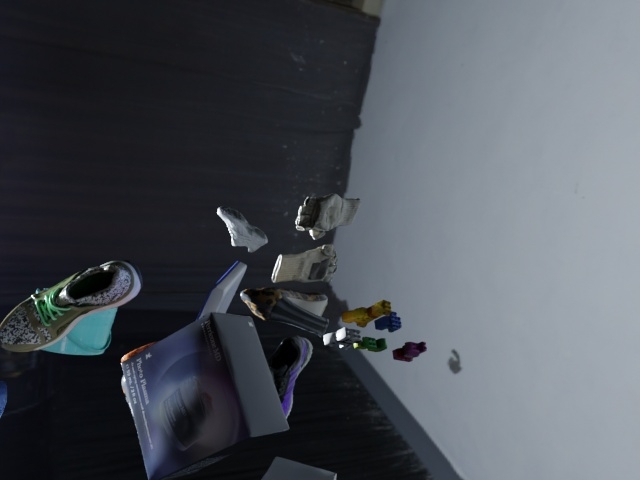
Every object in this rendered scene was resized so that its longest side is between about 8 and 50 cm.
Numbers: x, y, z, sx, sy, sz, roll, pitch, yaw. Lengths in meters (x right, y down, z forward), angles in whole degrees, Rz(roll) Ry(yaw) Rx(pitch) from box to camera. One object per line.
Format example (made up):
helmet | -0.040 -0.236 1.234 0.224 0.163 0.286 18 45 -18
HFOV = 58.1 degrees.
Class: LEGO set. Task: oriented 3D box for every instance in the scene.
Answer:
LEGO set | 0.120 0.167 1.122 0.093 0.227 0.087 -36 49 41

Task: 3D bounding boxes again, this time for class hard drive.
hard drive | -0.304 0.190 1.691 0.210 0.040 0.319 -64 1 10

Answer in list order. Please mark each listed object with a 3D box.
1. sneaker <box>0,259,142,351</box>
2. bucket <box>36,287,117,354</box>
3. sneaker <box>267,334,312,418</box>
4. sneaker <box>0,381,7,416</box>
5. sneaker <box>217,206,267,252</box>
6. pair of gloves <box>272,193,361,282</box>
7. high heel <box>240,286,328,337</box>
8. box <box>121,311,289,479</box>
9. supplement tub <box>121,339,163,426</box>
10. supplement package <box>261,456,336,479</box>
sneaker | -0.705 0.162 1.583 0.158 0.410 0.182 57 167 10
bucket | -0.839 0.275 1.958 0.281 0.281 0.183 5 84 63
sneaker | -0.128 0.415 1.718 0.102 0.146 0.293 15 76 22
sneaker | -0.828 0.417 1.361 0.232 0.090 0.081 -48 53 20
sneaker | -0.324 -0.034 2.250 0.115 0.232 0.090 -44 16 15
pair of gloves | 0.000 0.000 1.366 0.042 0.204 0.240 35 109 34
high heel | -0.081 0.132 1.263 0.261 0.186 0.093 -147 81 -84
box | -0.277 0.364 1.359 0.294 0.182 0.296 -30 67 17
supplement tub | -0.442 0.457 1.639 0.193 0.193 0.316 -44 66 53
supplement package | -0.073 0.741 1.461 0.177 0.175 0.293 -42 -41 -65
